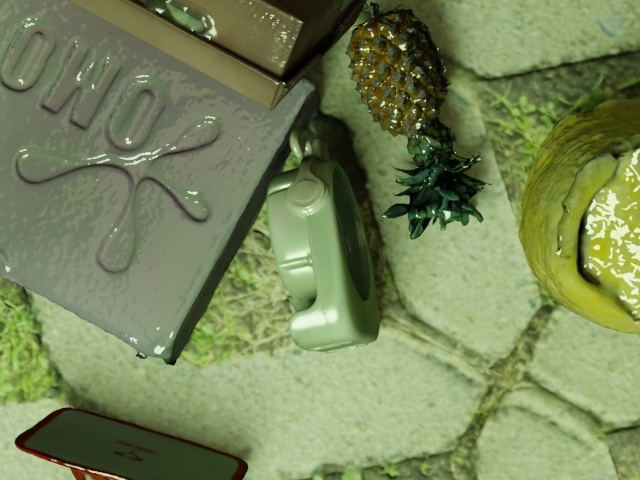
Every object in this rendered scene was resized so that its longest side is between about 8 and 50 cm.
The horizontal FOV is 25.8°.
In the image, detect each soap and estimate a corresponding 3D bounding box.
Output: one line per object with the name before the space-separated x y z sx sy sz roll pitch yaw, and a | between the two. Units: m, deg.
soap | -0.191 -0.078 1.252 0.296 0.107 0.285 27 90 6

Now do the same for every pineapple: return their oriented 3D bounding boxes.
pineapple | 0.078 -0.111 1.242 0.083 0.103 0.221 -22 85 35

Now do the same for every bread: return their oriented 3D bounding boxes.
bread | 0.265 -0.019 1.187 0.197 0.170 0.197 0 98 0

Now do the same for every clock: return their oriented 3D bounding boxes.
clock | 0.000 0.000 1.212 0.062 0.151 0.191 -12 81 12

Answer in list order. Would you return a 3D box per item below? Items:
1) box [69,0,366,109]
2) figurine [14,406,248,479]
box | -0.077 -0.230 1.199 0.215 0.215 0.086 29 126 5
figurine | -0.186 0.288 1.211 0.183 0.160 0.226 16 96 5
